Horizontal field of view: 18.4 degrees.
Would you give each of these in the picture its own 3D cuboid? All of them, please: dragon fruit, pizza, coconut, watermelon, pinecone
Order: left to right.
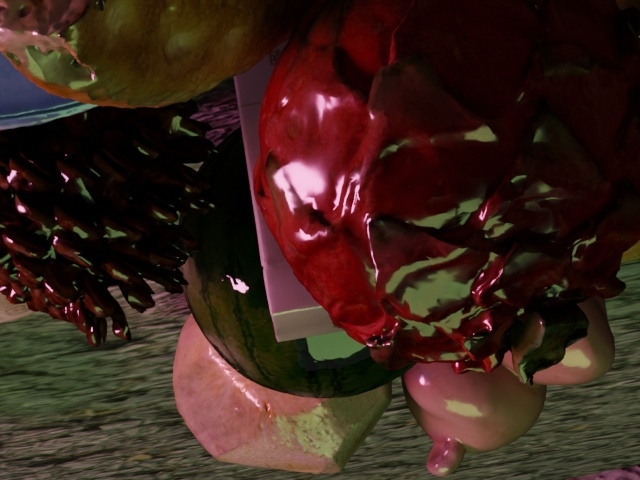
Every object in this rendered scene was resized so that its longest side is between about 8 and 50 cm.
[{"bbox_3d":[-0.168,-0.041,1.425,0.221,0.221,0.221,-8,162,-3],"label":"pinecone"},{"bbox_3d":[-0.061,-0.188,1.117,0.335,0.086,0.226,-31,141,-48],"label":"pizza"},{"bbox_3d":[-0.036,0.136,2.028,0.237,0.197,0.237,1,166,0],"label":"coconut"},{"bbox_3d":[0.001,0.005,1.576,0.242,0.242,0.242,-8,162,-3],"label":"watermelon"},{"bbox_3d":[0.084,-0.067,1.167,0.244,0.299,0.244,11,176,1],"label":"dragon fruit"}]

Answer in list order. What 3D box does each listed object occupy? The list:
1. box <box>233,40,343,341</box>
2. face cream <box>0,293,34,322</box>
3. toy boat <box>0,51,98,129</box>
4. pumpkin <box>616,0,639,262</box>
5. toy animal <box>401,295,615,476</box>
[{"bbox_3d":[0.024,-0.061,1.377,0.155,0.243,0.067,-9,160,2],"label":"box"},{"bbox_3d":[-0.325,-0.009,1.623,0.173,0.081,0.348,-14,161,11],"label":"face cream"},{"bbox_3d":[-0.195,-0.134,1.308,0.238,0.109,0.098,-11,-164,5],"label":"toy boat"},{"bbox_3d":[0.252,-0.131,1.397,0.332,0.199,0.332,-16,163,-5],"label":"pumpkin"},{"bbox_3d":[0.188,0.095,2.018,0.221,0.210,0.229,-6,126,4],"label":"toy animal"}]
